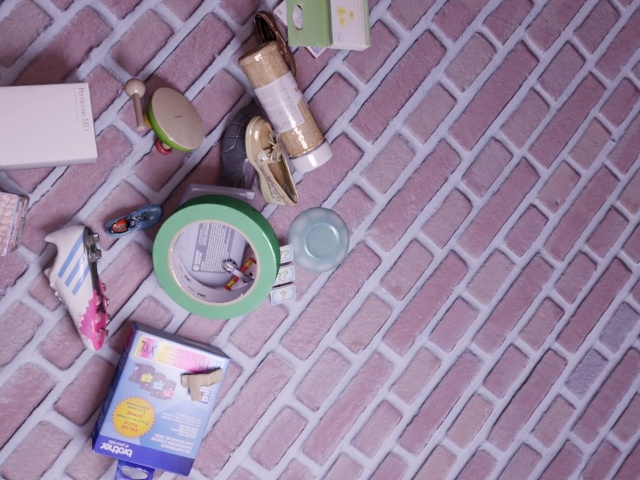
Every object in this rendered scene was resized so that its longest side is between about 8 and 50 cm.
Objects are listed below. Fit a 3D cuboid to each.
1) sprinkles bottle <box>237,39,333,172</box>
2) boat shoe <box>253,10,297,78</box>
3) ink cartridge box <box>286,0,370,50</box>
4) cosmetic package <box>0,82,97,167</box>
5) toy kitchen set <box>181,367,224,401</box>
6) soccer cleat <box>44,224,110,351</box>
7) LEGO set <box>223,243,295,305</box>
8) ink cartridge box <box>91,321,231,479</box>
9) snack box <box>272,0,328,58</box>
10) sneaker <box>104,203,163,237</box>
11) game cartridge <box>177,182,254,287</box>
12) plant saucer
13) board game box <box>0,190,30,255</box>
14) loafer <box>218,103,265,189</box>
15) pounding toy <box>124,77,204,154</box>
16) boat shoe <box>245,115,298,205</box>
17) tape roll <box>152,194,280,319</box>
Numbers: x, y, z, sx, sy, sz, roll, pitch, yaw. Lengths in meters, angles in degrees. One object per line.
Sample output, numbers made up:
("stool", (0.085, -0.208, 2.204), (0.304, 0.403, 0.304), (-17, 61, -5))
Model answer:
("sprinkles bottle", (-0.094, -0.364, 1.934), (0.121, 0.121, 0.355), (-34, 111, -13))
("boat shoe", (-0.131, -0.539, 1.960), (0.073, 0.073, 0.207), (-25, 98, 18))
("ink cartridge box", (0.024, -0.637, 2.005), (0.235, 0.056, 0.171), (-3, 89, -24))
("cosmetic package", (-0.749, -0.276, 1.744), (0.365, 0.155, 0.197), (-9, 93, -16))
("toy kitchen set", (-0.304, 0.374, 1.825), (0.083, 0.075, 0.068), (-6, 91, 21))
("soccer cleat", (-0.637, 0.126, 1.831), (0.143, 0.116, 0.331), (-6, 92, -1))
("LEGO set", (-0.179, 0.123, 1.953), (0.244, 0.060, 0.183), (-13, 121, -20))
("ink cartridge box", (-0.437, 0.451, 1.880), (0.270, 0.151, 0.396), (20, 88, -17))
("snack box", (-0.054, -0.608, 2.015), (0.178, 0.022, 0.064), (46, 77, -14))
("sneaker", (-0.493, -0.047, 1.876), (0.162, 0.073, 0.063), (-26, 100, -15))
("game cartridge", (-0.299, -0.012, 1.891), (0.198, 0.062, 0.297), (8, 117, -15))
("plant saucer", (0.000, 0.000, 2.053), (0.194, 0.037, 0.195), (-1, 93, -18))
("board game box", (-0.831, -0.061, 1.655), (0.232, 0.291, 0.141), (12, 89, -18))
("loafer", (-0.217, -0.225, 1.960), (0.109, 0.095, 0.303), (11, 84, 12))
("pounding toy", (-0.429, -0.307, 1.859), (0.237, 0.110, 0.183), (18, 51, -51))
("boat shoe", (-0.126, -0.213, 1.907), (0.105, 0.089, 0.285), (-57, 146, -33))
("tape roll", (-0.265, 0.045, 1.804), (0.321, 0.077, 0.321), (2, 113, 5))
